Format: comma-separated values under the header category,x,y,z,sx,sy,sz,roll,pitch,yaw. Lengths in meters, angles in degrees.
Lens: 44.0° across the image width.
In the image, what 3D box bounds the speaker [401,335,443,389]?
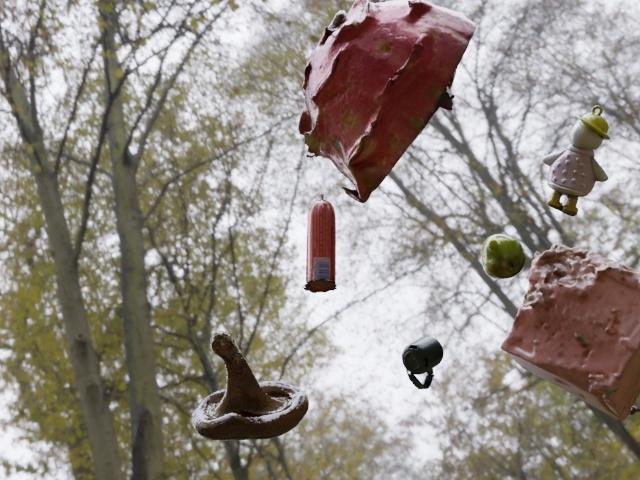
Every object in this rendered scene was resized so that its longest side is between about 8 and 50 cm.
category,x,y,z,sx,sy,sz,roll,pitch,yaw
speaker,0.189,0.231,1.494,0.075,0.060,0.094,-16,-53,-50

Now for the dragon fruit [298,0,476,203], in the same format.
category,x,y,z,sx,sy,sz,roll,pitch,yaw
dragon fruit,0.096,-0.278,1.418,0.249,0.371,0.386,31,-94,-3

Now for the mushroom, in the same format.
category,x,y,z,sx,sy,sz,roll,pitch,yaw
mushroom,-0.141,0.262,1.472,0.227,0.148,0.218,-8,-65,-1

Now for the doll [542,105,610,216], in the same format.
category,x,y,z,sx,sy,sz,roll,pitch,yaw
doll,0.481,-0.151,1.479,0.081,0.129,0.207,-2,-67,-57

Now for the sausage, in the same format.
category,x,y,z,sx,sy,sz,roll,pitch,yaw
sausage,0.000,0.000,1.121,0.048,0.145,0.050,10,-26,-21

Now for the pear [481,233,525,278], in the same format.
category,x,y,z,sx,sy,sz,roll,pitch,yaw
pear,0.351,0.035,1.515,0.092,0.097,0.092,1,-52,2

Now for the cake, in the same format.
category,x,y,z,sx,sy,sz,roll,pitch,yaw
cake,0.604,0.193,1.782,0.293,0.314,0.307,33,-95,-55
